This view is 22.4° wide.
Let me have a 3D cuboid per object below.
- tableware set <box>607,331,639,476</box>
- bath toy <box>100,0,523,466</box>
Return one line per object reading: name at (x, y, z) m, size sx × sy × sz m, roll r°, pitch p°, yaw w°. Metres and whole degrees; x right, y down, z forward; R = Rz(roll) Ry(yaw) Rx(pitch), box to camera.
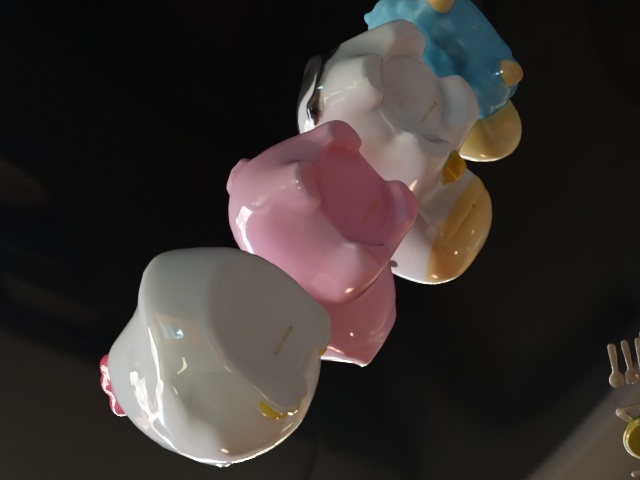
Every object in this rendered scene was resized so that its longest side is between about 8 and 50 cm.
tableware set at (0.310, 0.135, 1.424) m, size 0.104 × 0.024 × 0.154 m, roll -14°, pitch 117°, yaw 6°
bath toy at (0.000, 0.000, 0.871) m, size 0.129 × 0.348 × 0.151 m, roll -27°, pitch 106°, yaw 42°
